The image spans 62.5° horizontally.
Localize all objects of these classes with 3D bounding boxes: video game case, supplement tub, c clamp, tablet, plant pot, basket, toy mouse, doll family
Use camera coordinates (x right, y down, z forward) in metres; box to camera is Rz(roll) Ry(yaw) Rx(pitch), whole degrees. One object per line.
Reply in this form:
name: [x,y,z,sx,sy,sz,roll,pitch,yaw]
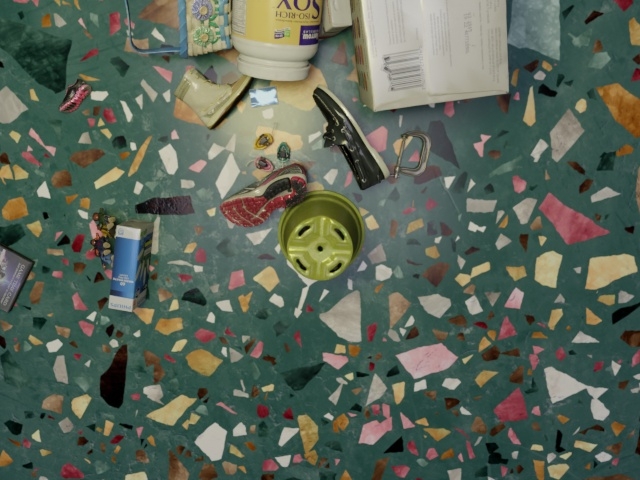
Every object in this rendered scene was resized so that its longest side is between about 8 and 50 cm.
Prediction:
video game case: [-1.086,0.085,1.698,0.274,0.026,0.196,30,100,-6]
supplement tub: [-0.116,-0.619,1.415,0.241,0.241,0.331,7,119,0]
c clamp: [0.265,-0.261,1.615,0.137,0.022,0.161,16,101,-2]
tablet: [-0.172,-0.434,1.596,0.083,0.006,0.054,-7,101,3]
plant pot: [0.000,0.000,1.551,0.276,0.254,0.276,0,100,1]
basket: [-0.384,-0.635,1.434,0.289,0.201,0.255,-1,137,-7]
toy mouse: [-0.148,-0.257,1.615,0.161,0.031,0.143,-40,104,11]
doll family: [-0.671,-0.003,1.637,0.111,0.076,0.193,16,94,34]

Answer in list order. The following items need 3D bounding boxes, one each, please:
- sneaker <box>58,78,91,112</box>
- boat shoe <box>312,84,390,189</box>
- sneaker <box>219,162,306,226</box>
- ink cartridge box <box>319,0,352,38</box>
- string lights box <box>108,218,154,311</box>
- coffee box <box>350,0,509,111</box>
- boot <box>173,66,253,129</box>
sneaker: [-0.747,-0.437,1.589,0.119,0.047,0.057,-43,83,4]
boat shoe: [0.065,-0.294,1.559,0.113,0.127,0.340,-38,105,-2]
sneaker: [-0.169,-0.134,1.605,0.299,0.112,0.121,-19,129,19]
ink cartridge box: [0.028,-0.637,1.476,0.063,0.150,0.109,-11,101,-20]
string lights box: [-0.584,0.074,1.633,0.076,0.133,0.260,9,101,-2]
coffee box: [0.263,-0.542,1.380,0.338,0.334,0.338,-8,110,1]
boot: [-0.314,-0.458,1.559,0.165,0.077,0.213,43,101,-5]
